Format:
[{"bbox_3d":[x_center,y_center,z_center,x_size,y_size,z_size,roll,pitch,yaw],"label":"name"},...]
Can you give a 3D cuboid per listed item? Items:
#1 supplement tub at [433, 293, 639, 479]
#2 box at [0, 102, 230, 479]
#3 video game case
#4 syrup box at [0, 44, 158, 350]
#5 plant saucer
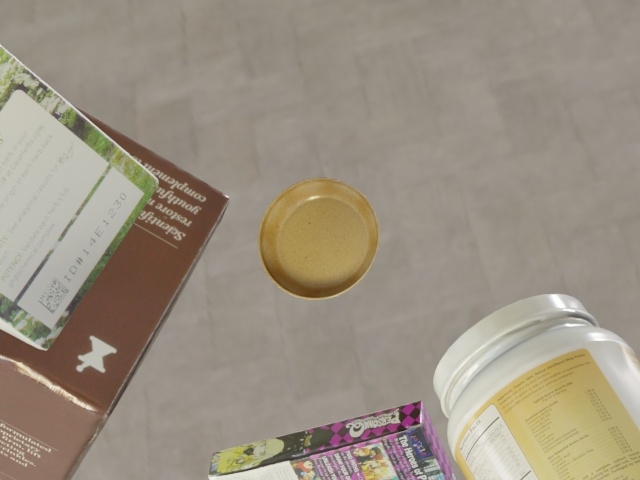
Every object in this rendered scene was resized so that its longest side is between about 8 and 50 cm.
[{"bbox_3d":[0.174,0.149,1.025,0.144,0.144,0.200,-23,55,-8],"label":"supplement tub"},{"bbox_3d":[-0.185,0.037,0.948,0.168,0.203,0.167,31,58,-4],"label":"box"},{"bbox_3d":[0.035,0.268,1.436,0.210,0.232,0.042,-16,32,15],"label":"video game case"},{"bbox_3d":[-0.190,-0.059,0.629,0.096,0.237,0.093,17,71,51],"label":"syrup box"},{"bbox_3d":[0.000,0.000,1.014,0.083,0.015,0.083,-3,76,13],"label":"plant saucer"}]
